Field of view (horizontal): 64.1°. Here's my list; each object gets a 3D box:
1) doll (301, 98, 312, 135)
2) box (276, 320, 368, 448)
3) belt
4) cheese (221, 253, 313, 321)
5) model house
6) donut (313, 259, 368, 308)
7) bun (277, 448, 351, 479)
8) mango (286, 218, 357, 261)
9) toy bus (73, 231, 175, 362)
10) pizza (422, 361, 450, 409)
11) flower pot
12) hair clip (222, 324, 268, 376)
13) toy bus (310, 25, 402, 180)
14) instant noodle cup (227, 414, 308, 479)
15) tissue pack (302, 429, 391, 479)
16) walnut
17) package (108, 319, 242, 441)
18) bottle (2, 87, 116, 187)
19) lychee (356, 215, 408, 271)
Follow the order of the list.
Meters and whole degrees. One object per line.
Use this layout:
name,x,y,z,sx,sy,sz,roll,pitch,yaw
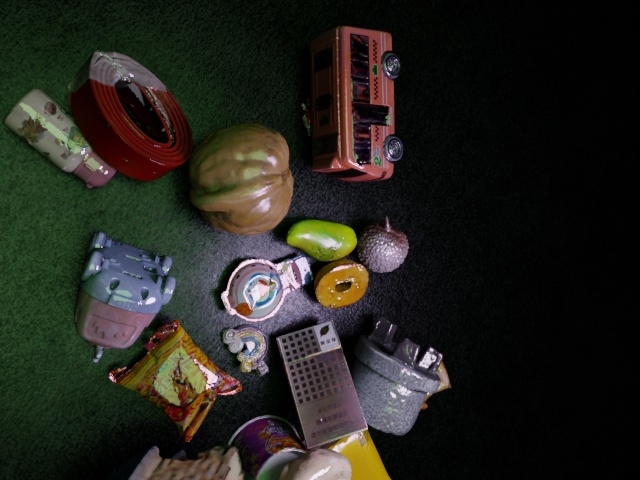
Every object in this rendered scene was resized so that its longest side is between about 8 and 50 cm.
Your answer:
doll,-0.033,-0.371,1.544,0.057,0.039,0.114,14,80,-50
box,0.000,0.411,1.478,0.181,0.047,0.324,-15,68,-8
belt,-0.461,-0.302,1.238,0.323,0.115,0.227,53,38,-18
cheese,-0.151,0.129,1.487,0.286,0.074,0.188,-22,103,-25
model house,-0.416,0.755,1.238,0.401,0.395,0.444,2,117,10
donut,0.058,0.128,1.572,0.179,0.065,0.162,1,119,-27
bun,-0.032,0.634,1.322,0.231,0.133,0.230,-24,127,-36
mango,0.000,0.000,1.536,0.233,0.111,0.125,2,85,-29
toy bus,-0.487,0.132,1.218,0.197,0.294,0.231,23,100,-27
pizza,0.318,0.498,1.740,0.297,0.071,0.188,-22,103,-24
flower pot,0.219,0.409,1.588,0.299,0.299,0.282,23,95,-26
hair clip,-0.205,0.314,1.488,0.116,0.049,0.172,-30,97,-36
toy bus,0.092,-0.388,1.498,0.233,0.203,0.425,-3,93,-35
instant noodle cup,-0.132,0.651,1.454,0.252,0.190,0.250,-1,93,-27
tissue pack,0.090,0.702,1.599,0.192,0.134,0.270,-30,105,-23
walnut,-0.209,-0.154,1.339,0.285,0.285,0.296,-29,124,-23
package,-0.382,0.374,1.368,0.223,0.108,0.288,-43,102,-13
bottle,-0.605,-0.234,1.218,0.253,0.120,0.120,42,74,-23
lychee,0.197,0.013,1.604,0.165,0.165,0.197,3,124,-27
